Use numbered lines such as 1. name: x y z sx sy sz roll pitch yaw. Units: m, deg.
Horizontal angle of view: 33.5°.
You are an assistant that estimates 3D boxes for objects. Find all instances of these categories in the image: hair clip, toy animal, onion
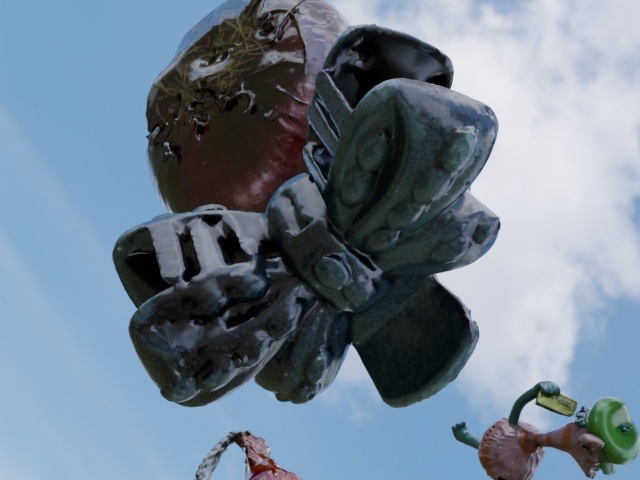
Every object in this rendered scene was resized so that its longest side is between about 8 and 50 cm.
1. hair clip: 0.006 0.001 0.790 0.310 0.194 0.206 -40 -54 13
2. toy animal: 0.223 0.198 1.093 0.208 0.100 0.103 -25 -101 55
3. onion: -0.067 -0.133 1.230 0.313 0.314 0.232 -2 -25 42

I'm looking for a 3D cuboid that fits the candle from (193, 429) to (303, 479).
1. candle: -0.016 0.135 0.416 0.053 0.048 0.162 46 11 -35
